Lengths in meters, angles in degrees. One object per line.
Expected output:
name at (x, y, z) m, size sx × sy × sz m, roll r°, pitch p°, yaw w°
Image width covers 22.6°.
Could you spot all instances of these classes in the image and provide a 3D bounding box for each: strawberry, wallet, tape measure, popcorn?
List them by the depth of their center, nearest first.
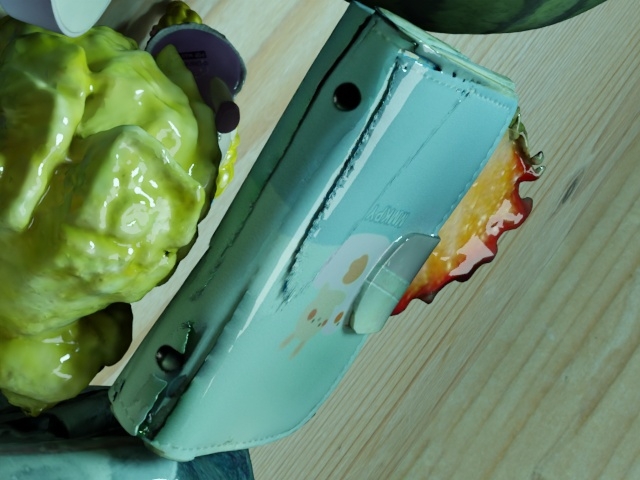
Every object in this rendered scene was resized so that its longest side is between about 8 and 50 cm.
popcorn at (-0.147, -0.023, 0.834) m, size 0.173 × 0.168 × 0.195 m, roll 4°, pitch 133°, yaw -49°
wallet at (0.000, 0.000, 0.863) m, size 0.250 × 0.075 × 0.176 m, roll -57°, pitch 159°, yaw 11°
tape measure at (-0.172, 0.159, 0.928) m, size 0.256 × 0.275 × 0.147 m, roll -11°, pitch 101°, yaw -63°
strawberry at (0.061, -0.043, 1.444) m, size 0.253 × 0.150 × 0.280 m, roll 20°, pitch 104°, yaw -53°

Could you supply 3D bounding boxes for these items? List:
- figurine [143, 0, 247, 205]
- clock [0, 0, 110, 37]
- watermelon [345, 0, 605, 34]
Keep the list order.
figurine at (-0.097, -0.075, 1.017) m, size 0.156 × 0.094 × 0.115 m, roll 109°, pitch -19°, yaw -51°
clock at (-0.092, -0.189, 0.726) m, size 0.172 × 0.064 × 0.198 m, roll -28°, pitch 135°, yaw -83°
watermelon at (0.094, -0.259, 0.864) m, size 0.279 × 0.279 × 0.359 m, roll -45°, pitch 166°, yaw -40°
